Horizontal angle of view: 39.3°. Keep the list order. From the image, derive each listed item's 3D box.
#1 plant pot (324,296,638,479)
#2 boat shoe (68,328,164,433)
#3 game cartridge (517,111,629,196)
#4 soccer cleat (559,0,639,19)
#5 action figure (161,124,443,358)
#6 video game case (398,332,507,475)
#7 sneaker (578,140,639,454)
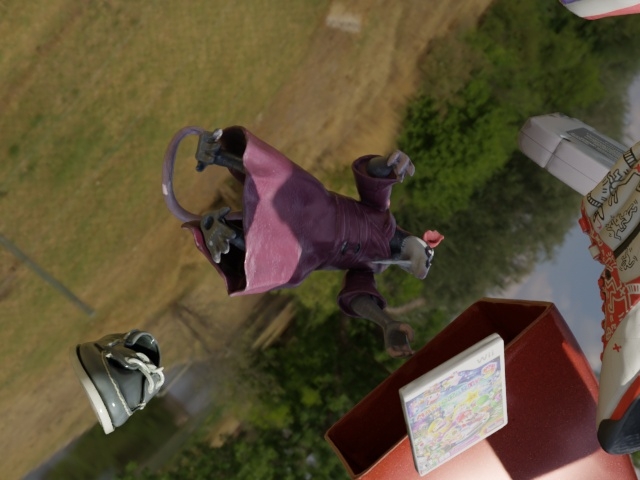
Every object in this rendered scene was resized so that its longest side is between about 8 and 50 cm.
[{"bbox_3d":[0.193,0.240,1.006,0.267,0.236,0.267,-41,-177,-6],"label":"plant pot"},{"bbox_3d":[-0.263,0.171,1.198,0.099,0.116,0.319,-24,-176,-9],"label":"boat shoe"},{"bbox_3d":[0.425,-0.084,1.257,0.198,0.297,0.062,-22,143,-53],"label":"game cartridge"},{"bbox_3d":[0.201,-0.255,0.461,0.116,0.108,0.318,-16,-131,59],"label":"soccer cleat"},{"bbox_3d":[0.000,0.000,1.157,0.275,0.370,0.248,10,-93,53],"label":"action figure"},{"bbox_3d":[0.105,0.130,0.694,0.087,0.011,0.122,-28,138,-12],"label":"video game case"},{"bbox_3d":[0.277,0.045,0.773,0.090,0.145,0.270,-4,125,-25],"label":"sneaker"}]
